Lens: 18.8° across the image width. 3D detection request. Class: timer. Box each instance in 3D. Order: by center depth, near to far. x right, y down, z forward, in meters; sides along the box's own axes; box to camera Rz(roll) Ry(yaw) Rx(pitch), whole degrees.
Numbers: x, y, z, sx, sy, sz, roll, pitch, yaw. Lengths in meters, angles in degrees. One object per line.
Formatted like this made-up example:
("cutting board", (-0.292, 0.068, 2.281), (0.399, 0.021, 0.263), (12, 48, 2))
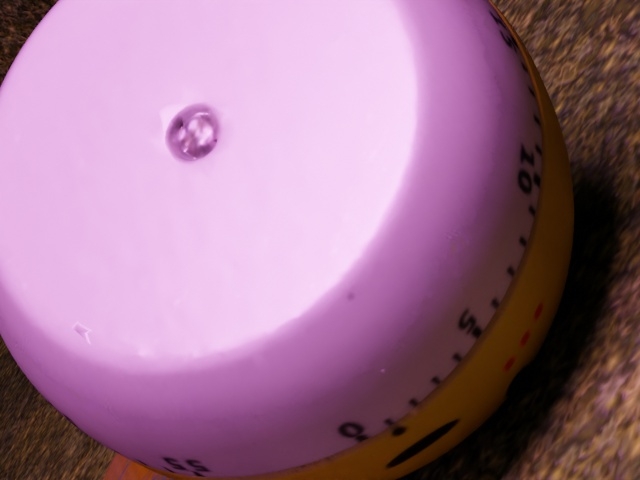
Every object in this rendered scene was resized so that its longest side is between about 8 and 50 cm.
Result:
("timer", (0.000, 0.000, 0.900), (0.285, 0.285, 0.285), (-52, 14, 19))

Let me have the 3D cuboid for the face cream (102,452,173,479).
("face cream", (-0.058, 0.146, 1.043), (0.139, 0.067, 0.285), (-50, 14, -2))
